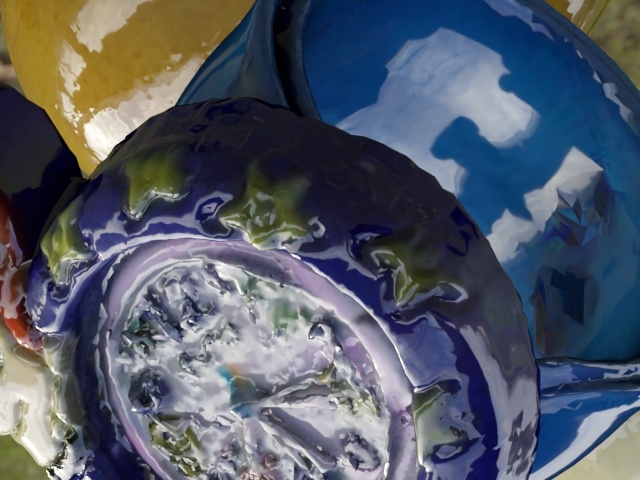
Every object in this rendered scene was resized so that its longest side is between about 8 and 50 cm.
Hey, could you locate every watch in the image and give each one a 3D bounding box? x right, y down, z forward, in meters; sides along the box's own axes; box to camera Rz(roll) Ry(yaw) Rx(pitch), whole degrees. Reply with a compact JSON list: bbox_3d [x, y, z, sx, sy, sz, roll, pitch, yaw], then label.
[{"bbox_3d":[0.008,0.003,0.506,0.171,0.196,0.200,-35,-178,42],"label":"watch"}]

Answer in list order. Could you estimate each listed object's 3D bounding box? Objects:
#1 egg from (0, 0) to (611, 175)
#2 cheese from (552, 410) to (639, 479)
[{"bbox_3d":[0.001,-0.140,0.779,0.322,0.250,0.250,-35,150,26],"label":"egg"},{"bbox_3d":[0.171,0.064,0.758,0.233,0.127,0.266,-30,-178,38],"label":"cheese"}]
